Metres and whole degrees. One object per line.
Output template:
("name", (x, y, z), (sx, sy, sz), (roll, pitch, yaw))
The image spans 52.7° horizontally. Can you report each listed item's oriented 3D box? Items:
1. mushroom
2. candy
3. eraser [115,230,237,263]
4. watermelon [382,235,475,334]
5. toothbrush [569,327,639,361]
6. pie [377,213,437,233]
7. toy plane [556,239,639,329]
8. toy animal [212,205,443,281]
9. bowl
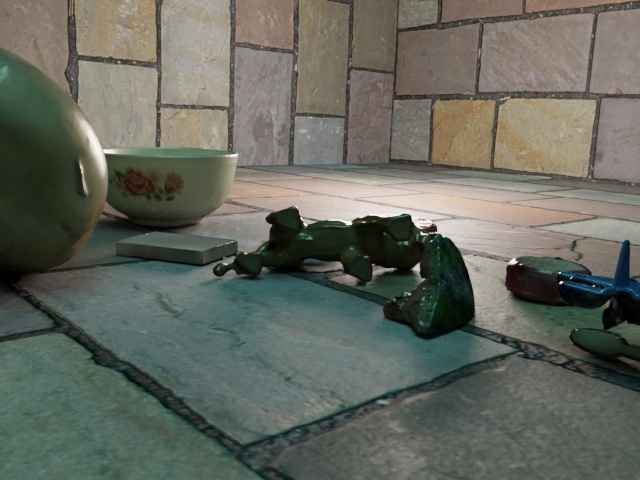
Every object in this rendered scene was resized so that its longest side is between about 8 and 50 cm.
("mushroom", (-0.438, -0.089, 0.747), (0.356, 0.314, 0.315), (-5, 13, -34))
("candy", (0.283, 0.047, 0.803), (0.103, 0.043, 0.103), (2, 10, 0))
("eraser", (-0.213, 0.010, 0.964), (0.151, 0.023, 0.104), (6, 11, 21))
("watermelon", (0.132, 0.047, 0.706), (0.155, 0.101, 0.080), (5, -6, -44))
("toothbrush", (0.335, 0.113, 0.505), (0.028, 0.026, 0.294), (13, 1, -40))
("pie", (0.143, -0.022, 1.176), (0.155, 0.036, 0.154), (2, 12, 0))
("toy plane", (0.326, 0.062, 0.608), (0.169, 0.078, 0.246), (15, -3, 43))
("toy animal", (0.022, 0.007, 0.895), (0.313, 0.097, 0.157), (0, -2, 4))
("bowl", (-0.297, -0.106, 1.248), (0.277, 0.145, 0.277), (1, 9, 0))
